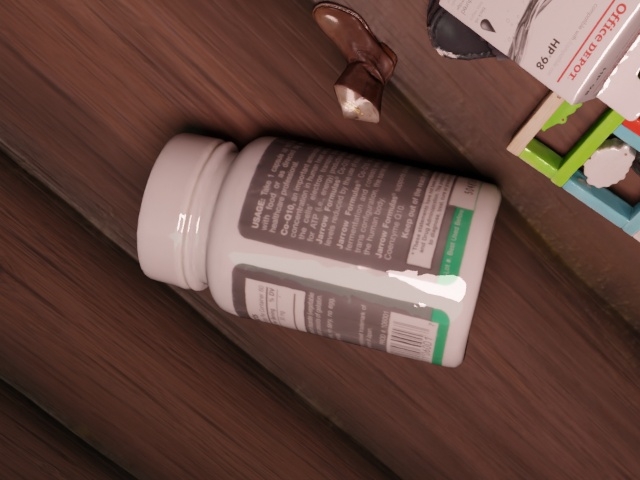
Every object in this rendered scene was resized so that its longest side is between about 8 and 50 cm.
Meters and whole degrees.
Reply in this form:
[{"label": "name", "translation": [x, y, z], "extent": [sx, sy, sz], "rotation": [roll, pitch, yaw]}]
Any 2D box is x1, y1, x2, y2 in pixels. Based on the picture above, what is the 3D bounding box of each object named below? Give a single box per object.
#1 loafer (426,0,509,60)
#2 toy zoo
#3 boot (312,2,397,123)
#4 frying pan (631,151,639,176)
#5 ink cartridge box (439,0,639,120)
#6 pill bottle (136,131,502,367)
[{"label": "loafer", "translation": [0.215, -0.222, 0.782], "extent": [0.302, 0.095, 0.109], "rotation": [-17, 123, 34]}, {"label": "toy zoo", "translation": [0.352, -0.074, 0.883], "extent": [0.293, 0.030, 0.192], "rotation": [34, 133, 0]}, {"label": "boot", "translation": [0.024, -0.171, 0.895], "extent": [0.106, 0.114, 0.037], "rotation": [33, 135, -11]}, {"label": "frying pan", "translation": [0.454, 0.028, 0.960], "extent": [0.326, 0.053, 0.197], "rotation": [23, 133, 16]}, {"label": "ink cartridge box", "translation": [0.197, -0.182, 0.728], "extent": [0.180, 0.060, 0.104], "rotation": [42, 123, 19]}, {"label": "pill bottle", "translation": [0.000, 0.000, 1.006], "extent": [0.360, 0.204, 0.204], "rotation": [14, 136, 10]}]
